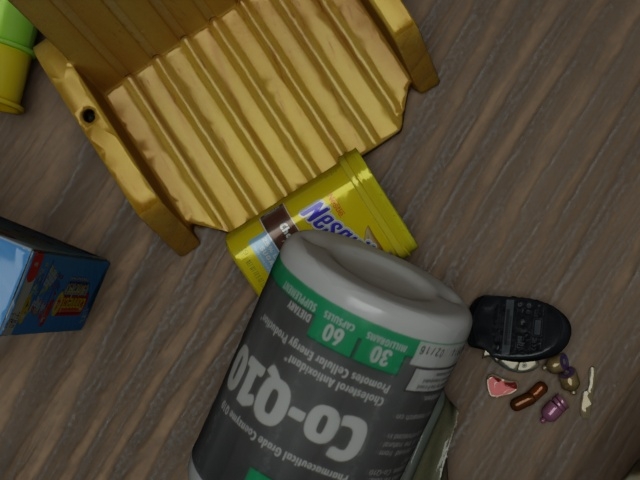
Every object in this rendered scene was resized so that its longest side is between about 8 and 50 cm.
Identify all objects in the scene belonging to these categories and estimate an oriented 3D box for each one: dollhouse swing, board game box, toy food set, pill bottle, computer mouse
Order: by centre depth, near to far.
[{"bbox_3d":[-0.095,-0.199,1.346,0.346,0.305,0.315,-33,85,1],"label":"dollhouse swing"},{"bbox_3d":[-0.010,0.189,1.347,0.204,0.204,0.361,24,104,5],"label":"pill bottle"},{"bbox_3d":[-0.398,-0.002,1.360,0.308,0.302,0.086,22,89,5],"label":"board game box"},{"bbox_3d":[0.231,0.155,1.447,0.122,0.019,0.078,8,88,5],"label":"toy food set"},{"bbox_3d":[0.146,0.089,1.451,0.242,0.041,0.071,7,72,12],"label":"computer mouse"}]

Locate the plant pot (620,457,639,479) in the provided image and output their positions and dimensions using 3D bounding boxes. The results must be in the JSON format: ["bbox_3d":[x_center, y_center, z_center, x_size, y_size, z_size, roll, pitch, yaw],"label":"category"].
[{"bbox_3d":[0.459,0.265,1.299,0.305,0.334,0.334,38,91,16],"label":"plant pot"}]

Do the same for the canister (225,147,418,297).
[{"bbox_3d":[0.000,0.000,1.435,0.170,0.073,0.126,-33,106,4],"label":"canister"}]

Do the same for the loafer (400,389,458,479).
[{"bbox_3d":[0.094,0.273,1.428,0.087,0.094,0.251,17,94,-24],"label":"loafer"}]

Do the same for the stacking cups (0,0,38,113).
[{"bbox_3d":[-0.331,-0.301,1.484,0.096,0.096,0.316,13,83,5],"label":"stacking cups"}]
